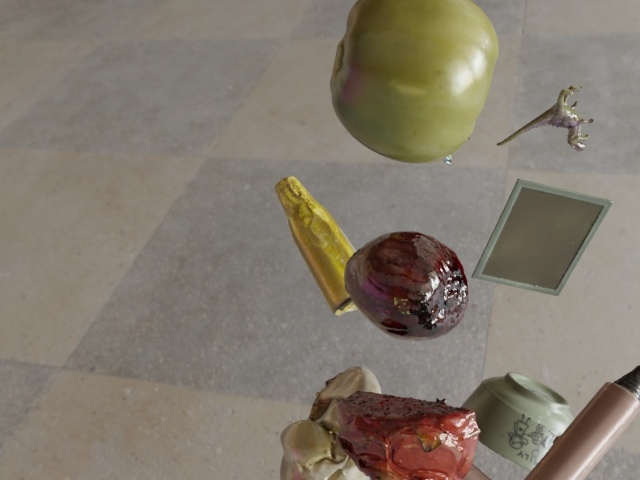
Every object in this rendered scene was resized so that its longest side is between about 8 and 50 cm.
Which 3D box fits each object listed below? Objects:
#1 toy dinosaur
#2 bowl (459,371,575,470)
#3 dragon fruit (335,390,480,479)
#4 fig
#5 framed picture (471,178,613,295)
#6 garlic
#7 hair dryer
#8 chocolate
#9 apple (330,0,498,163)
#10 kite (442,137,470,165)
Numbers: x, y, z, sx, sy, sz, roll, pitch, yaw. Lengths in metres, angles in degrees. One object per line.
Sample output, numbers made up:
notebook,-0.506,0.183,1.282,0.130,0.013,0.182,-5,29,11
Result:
toy dinosaur,0.641,-0.331,1.868,0.251,0.200,0.072,0,35,-15
bowl,0.352,0.303,1.169,0.211,0.112,0.211,23,9,-4
dragon fruit,0.069,0.207,0.645,0.162,0.107,0.083,-4,2,45
fig,0.171,0.090,1.367,0.263,0.224,0.224,26,48,12
framed picture,0.473,-0.001,1.466,0.217,0.274,0.017,14,36,-5
garlic,0.041,0.400,1.334,0.281,0.185,0.203,-39,7,-25
hair dryer,0.293,0.279,0.855,0.344,0.107,0.189,-44,51,-12
chocolate,0.000,0.000,1.984,0.162,0.162,0.446,-25,72,-18
apple,0.139,-0.252,1.023,0.262,0.263,0.262,-6,39,5
kite,0.354,-0.267,1.843,0.156,0.139,0.011,-16,28,-34
